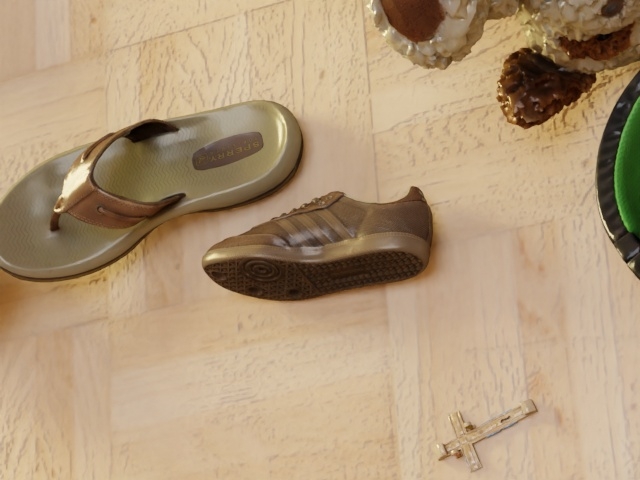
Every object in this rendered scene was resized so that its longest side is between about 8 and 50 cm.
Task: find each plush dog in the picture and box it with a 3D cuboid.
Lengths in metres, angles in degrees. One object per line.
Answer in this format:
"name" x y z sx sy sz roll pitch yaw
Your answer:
"plush dog" 0.176 -0.214 1.306 0.262 0.225 0.210 -39 27 15

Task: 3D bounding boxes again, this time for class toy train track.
"toy train track" 0.120 0.139 1.317 0.083 0.014 0.048 -29 62 14

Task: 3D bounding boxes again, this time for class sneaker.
"sneaker" 0.000 0.000 1.408 0.188 0.066 0.071 -4 54 20

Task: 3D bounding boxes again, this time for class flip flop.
"flip flop" -0.150 -0.051 1.466 0.277 0.080 0.112 -18 69 11

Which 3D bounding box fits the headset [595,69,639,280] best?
"headset" 0.328 -0.023 1.174 0.243 0.185 0.394 -42 48 8
